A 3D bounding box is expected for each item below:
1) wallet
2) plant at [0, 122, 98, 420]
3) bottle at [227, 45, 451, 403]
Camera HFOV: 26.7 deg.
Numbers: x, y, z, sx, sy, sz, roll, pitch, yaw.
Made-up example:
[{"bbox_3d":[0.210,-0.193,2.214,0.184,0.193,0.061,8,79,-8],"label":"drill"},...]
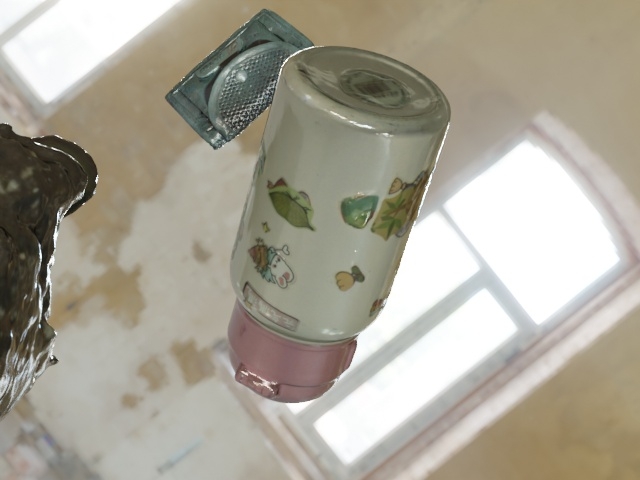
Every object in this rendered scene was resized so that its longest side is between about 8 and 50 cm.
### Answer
[{"bbox_3d":[-0.071,-0.147,1.203,0.088,0.129,0.026,45,-4,34],"label":"wallet"},{"bbox_3d":[-0.275,0.020,0.957,0.276,0.199,0.188,-81,177,-52],"label":"plant"},{"bbox_3d":[0.000,0.000,0.935,0.120,0.120,0.253,51,-46,42],"label":"bottle"}]
